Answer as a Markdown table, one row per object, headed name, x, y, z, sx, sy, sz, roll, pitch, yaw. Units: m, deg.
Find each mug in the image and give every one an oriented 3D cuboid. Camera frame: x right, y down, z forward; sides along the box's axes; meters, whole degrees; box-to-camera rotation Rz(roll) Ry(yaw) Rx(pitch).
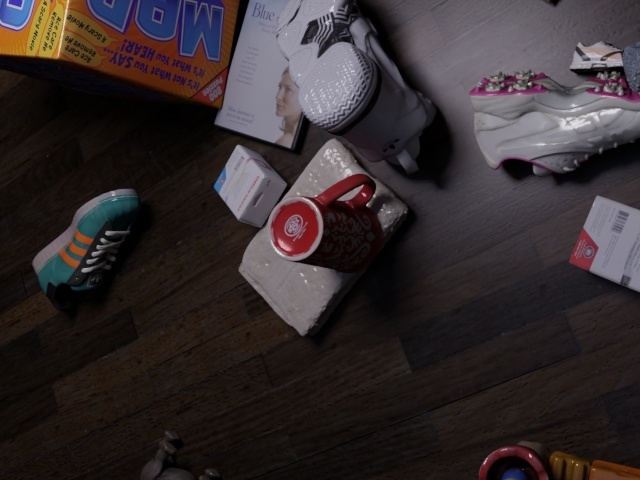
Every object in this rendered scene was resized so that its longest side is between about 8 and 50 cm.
| name | x | y | z | sx | sy | sz | roll | pitch | yaw |
| --- | --- | --- | --- | --- | --- | --- | --- | --- | --- |
| mug | 0.005 | -0.029 | 1.194 | 0.113 | 0.169 | 0.150 | 7 | 90 | 29 |

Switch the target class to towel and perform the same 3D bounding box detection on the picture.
| name | x | y | z | sx | sy | sz | roll | pitch | yaw |
| --- | --- | --- | --- | --- | --- | --- | --- | --- | --- |
| towel | 0.000 | 0.000 | 1.319 | 0.187 | 0.049 | 0.282 | 45 | 107 | 23 |

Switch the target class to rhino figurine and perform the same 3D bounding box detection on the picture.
| name | x | y | z | sx | sy | sz | roll | pitch | yaw |
| --- | --- | --- | --- | --- | --- | --- | --- | --- | --- |
| rhino figurine | -0.217 | 0.443 | 1.401 | 0.243 | 0.073 | 0.106 | 36 | 101 | 25 |

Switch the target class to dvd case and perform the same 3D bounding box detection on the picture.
| name | x | y | z | sx | sy | sz | roll | pitch | yaw |
| --- | --- | --- | --- | --- | --- | --- | --- | --- | --- |
| dvd case | -0.076 | -0.294 | 1.395 | 0.180 | 0.022 | 0.253 | 21 | 97 | 30 |

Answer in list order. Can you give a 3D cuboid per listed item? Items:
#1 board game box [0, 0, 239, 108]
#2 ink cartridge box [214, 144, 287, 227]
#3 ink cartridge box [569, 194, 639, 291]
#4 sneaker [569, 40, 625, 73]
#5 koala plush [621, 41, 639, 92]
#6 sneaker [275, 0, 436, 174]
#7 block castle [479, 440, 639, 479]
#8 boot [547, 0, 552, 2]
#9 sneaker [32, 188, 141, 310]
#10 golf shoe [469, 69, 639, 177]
| name | x | y | z | sx | sy | sz | roll | pitch | yaw |
| --- | --- | --- | --- | --- | --- | --- | --- | --- | --- |
| board game box | -0.381 | -0.445 | 1.377 | 0.356 | 0.356 | 0.357 | 12 | 93 | 34 |
| ink cartridge box | -0.119 | -0.091 | 1.365 | 0.089 | 0.052 | 0.122 | -58 | 38 | 15 |
| ink cartridge box | 0.414 | 0.011 | 1.073 | 0.135 | 0.056 | 0.099 | 26 | 100 | 29 |
| sneaker | 0.395 | -0.251 | 1.110 | 0.109 | 0.040 | 0.044 | 7 | 89 | 30 |
| koala plush | 0.453 | -0.319 | 0.991 | 0.203 | 0.196 | 0.221 | -9 | 54 | -10 |
| sneaker | 0.054 | -0.254 | 1.248 | 0.137 | 0.210 | 0.366 | -35 | 42 | 23 |
| block castle | 0.327 | 0.490 | 0.985 | 0.302 | 0.212 | 0.454 | 8 | 91 | 23 |
| boot | 0.367 | -0.447 | 1.084 | 0.264 | 0.096 | 0.281 | 30 | 122 | 6 |
| sneaker | -0.423 | 0.022 | 1.532 | 0.302 | 0.108 | 0.121 | -39 | 70 | 31 |
| golf shoe | 0.355 | -0.154 | 1.105 | 0.306 | 0.115 | 0.140 | 7 | 116 | 27 |
